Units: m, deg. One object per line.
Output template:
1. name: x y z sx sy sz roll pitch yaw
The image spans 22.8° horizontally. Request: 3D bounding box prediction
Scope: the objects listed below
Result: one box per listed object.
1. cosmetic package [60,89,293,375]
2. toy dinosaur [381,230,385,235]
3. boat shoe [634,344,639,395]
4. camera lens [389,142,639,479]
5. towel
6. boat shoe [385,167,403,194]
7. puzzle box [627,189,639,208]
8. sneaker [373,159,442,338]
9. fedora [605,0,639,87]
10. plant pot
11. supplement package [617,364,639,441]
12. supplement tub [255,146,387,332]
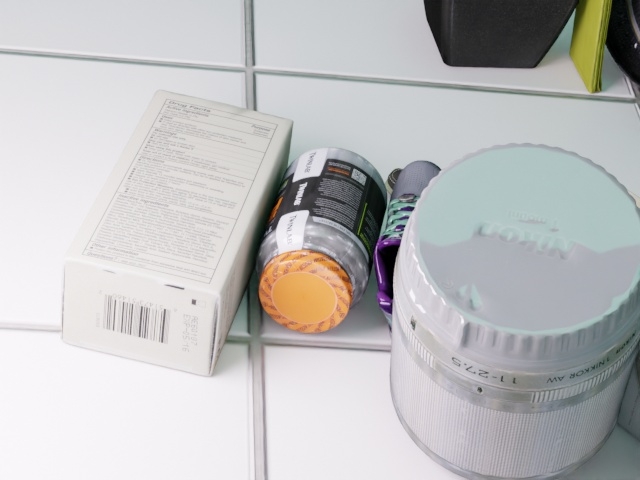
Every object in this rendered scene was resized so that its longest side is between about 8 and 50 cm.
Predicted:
1. cosmetic package: -0.141 -0.016 1.614 0.160 0.113 0.309 14 37 6
2. toy dinosaur: 0.150 0.048 1.648 0.112 0.064 0.211 -44 50 -12
3. boat shoe: 0.359 0.191 1.382 0.099 0.116 0.319 -17 66 -3
4. camera lens: 0.173 0.073 1.409 0.219 0.274 0.219 0 55 1
5. towel: 0.344 -0.307 1.981 0.021 0.237 0.102 -5 40 -6
6. boat shoe: 0.142 -0.050 1.764 0.152 0.049 0.056 26 41 21
7. puzzle box: 0.437 0.074 1.543 0.409 0.052 0.272 39 9 34
8. sneaker: 0.095 -0.005 1.603 0.083 0.098 0.224 -11 53 19
9. fedora: 0.488 -0.323 1.940 0.334 0.334 0.152 15 10 8
10. plant pot: 0.219 -0.323 2.034 0.188 0.167 0.187 1 38 -12
11. supplement package: 0.373 0.158 1.500 0.105 0.105 0.179 -22 48 -34
12. supplement tub: 0.000 0.000 1.618 0.117 0.117 0.190 12 37 4
